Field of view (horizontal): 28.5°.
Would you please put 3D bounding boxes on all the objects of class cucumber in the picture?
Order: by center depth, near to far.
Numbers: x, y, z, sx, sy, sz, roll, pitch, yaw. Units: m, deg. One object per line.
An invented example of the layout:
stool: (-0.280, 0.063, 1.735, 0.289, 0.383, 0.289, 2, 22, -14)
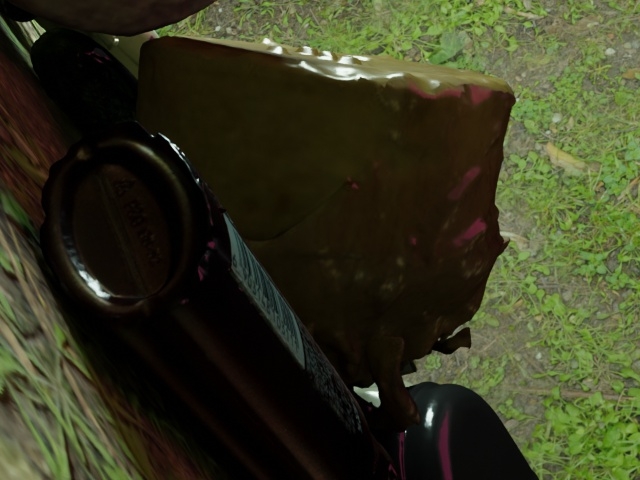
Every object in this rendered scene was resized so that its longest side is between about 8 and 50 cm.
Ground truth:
cucumber: (-0.176, -0.108, 1.114, 0.074, 0.074, 0.241, 55, 0, 38)

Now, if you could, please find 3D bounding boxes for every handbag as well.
handbag: (0.146, 0.281, 1.218, 0.308, 0.093, 0.253, 56, 27, -24)

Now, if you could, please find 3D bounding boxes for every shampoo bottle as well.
shampoo bottle: (-0.038, 0.075, 0.691, 0.129, 0.084, 0.323, 58, -1, 38)

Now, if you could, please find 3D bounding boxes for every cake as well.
cake: (-0.009, -0.001, 1.050, 0.332, 0.332, 0.321, -128, -136, -77)

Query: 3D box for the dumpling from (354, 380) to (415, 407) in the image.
dumpling: (0.073, 0.221, 1.383, 0.250, 0.132, 0.162, 37, 21, -41)

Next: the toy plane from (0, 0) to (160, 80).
toy plane: (-0.233, -0.220, 1.155, 0.256, 0.104, 0.242, 56, -4, -23)

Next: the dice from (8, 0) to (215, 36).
dice: (-0.166, -0.338, 0.948, 0.271, 0.270, 0.270, 55, 23, 20)

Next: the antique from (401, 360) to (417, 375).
antique: (0.009, 0.065, 1.249, 0.148, 0.152, 0.146, 61, 19, -59)
